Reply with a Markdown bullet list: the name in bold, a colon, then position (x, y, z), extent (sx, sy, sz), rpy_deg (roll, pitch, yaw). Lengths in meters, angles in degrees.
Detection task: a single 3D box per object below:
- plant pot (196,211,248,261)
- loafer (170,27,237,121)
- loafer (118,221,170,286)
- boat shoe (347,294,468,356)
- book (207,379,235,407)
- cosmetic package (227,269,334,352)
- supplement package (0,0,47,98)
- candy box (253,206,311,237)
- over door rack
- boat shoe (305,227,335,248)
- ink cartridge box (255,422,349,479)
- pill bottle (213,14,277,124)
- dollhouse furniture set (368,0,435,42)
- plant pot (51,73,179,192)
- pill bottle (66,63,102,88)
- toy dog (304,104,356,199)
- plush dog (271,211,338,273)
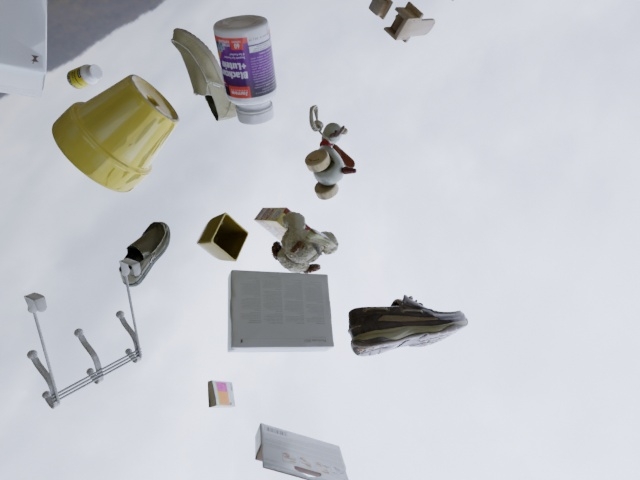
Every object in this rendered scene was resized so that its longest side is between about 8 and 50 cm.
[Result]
- **plant pot**: position (-0.228, -0.004, 1.026), extent (0.083, 0.081, 0.081), rpy_deg (-7, -129, 37)
- **loafer**: position (-0.305, -0.426, 1.210), extent (0.092, 0.268, 0.102), rpy_deg (-45, -146, -12)
- **loafer**: position (-0.590, 0.034, 1.539), extent (0.095, 0.087, 0.251), rpy_deg (13, -118, 14)
- **boat shoe**: position (0.230, 0.202, 1.181), extent (0.132, 0.356, 0.130), rpy_deg (-49, -130, 50)
- **book**: position (-0.376, 0.586, 1.750), extent (0.035, 0.144, 0.096), rpy_deg (-20, -116, 15)
- **cosmetic package**: position (-0.149, 0.264, 1.693), extent (0.097, 0.378, 0.284), rpy_deg (127, -37, -57)
- **supplement package**: position (-0.619, -0.397, 0.840), extent (0.263, 0.200, 0.197), rpy_deg (9, -83, 57)
- **candy box**: position (-0.178, -0.072, 2.171), extent (0.087, 0.183, 0.316), rpy_deg (-55, -156, -12)
- **over door rack**: position (-0.551, 0.205, 1.084), extent (0.108, 0.323, 0.240), rpy_deg (26, -148, 27)
- **boat shoe**: position (0.001, 0.001, 1.729), extent (0.048, 0.153, 0.056), rpy_deg (-51, -126, 8)
- **ink cartridge box**: position (-0.056, 0.657, 1.353), extent (0.239, 0.275, 0.060), rpy_deg (-136, -113, -79)
- **pill bottle**: position (-0.145, -0.340, 0.927), extent (0.108, 0.193, 0.108), rpy_deg (-3, -141, 2)
- **dollhouse furniture set**: position (0.184, -0.722, 1.108), extent (0.174, 0.303, 0.355), rpy_deg (-28, -109, -42)
- **plant pot**: position (-0.517, -0.296, 1.209), extent (0.239, 0.254, 0.254), rpy_deg (-39, -141, 12)
- **pill bottle**: position (-0.783, -0.549, 1.528), extent (0.117, 0.065, 0.065), rpy_deg (-5, -129, 29)
- **toy dog**: position (0.059, -0.303, 1.581), extent (0.161, 0.220, 0.333), rpy_deg (-3, -113, 19)
- **plush dog**: position (-0.089, 0.047, 1.881), extent (0.210, 0.263, 0.225), rpy_deg (-57, 176, -46)
